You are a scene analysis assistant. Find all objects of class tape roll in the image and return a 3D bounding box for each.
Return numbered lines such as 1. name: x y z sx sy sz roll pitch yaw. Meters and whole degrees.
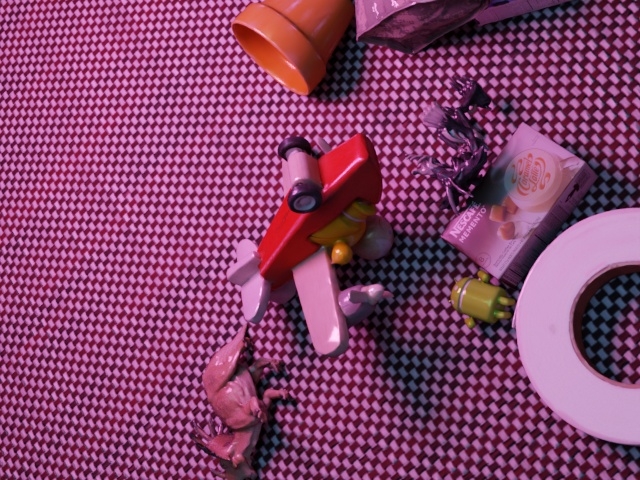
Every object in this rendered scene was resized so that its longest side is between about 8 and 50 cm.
1. tape roll: 0.513 0.140 1.704 0.392 0.072 0.392 -7 75 26

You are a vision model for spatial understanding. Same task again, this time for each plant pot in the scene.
1. plant pot: -0.039 -0.423 2.061 0.205 0.205 0.188 36 80 29

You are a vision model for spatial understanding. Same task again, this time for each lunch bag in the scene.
1. lunch bag: 0.192 -0.505 1.913 0.287 0.169 0.235 -23 66 53

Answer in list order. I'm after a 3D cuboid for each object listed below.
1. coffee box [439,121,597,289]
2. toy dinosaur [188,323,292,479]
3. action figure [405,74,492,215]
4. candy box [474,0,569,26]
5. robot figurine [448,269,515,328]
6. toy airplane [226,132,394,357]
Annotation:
1. coffee box: 0.345 -0.059 1.821 0.141 0.098 0.246 40 97 29
2. toy dinosaur: -0.172 0.303 1.989 0.200 0.127 0.296 -30 60 25
3. action figure: 0.223 -0.163 1.825 0.141 0.164 0.276 20 42 -2
4. candy box: 0.366 -0.507 1.934 0.196 0.070 0.165 -12 73 25
5. robot figurine: 0.280 0.104 1.833 0.115 0.067 0.101 19 99 29
6. toy airplane: 0.000 0.000 1.919 0.384 0.272 0.386 -170 89 -66
